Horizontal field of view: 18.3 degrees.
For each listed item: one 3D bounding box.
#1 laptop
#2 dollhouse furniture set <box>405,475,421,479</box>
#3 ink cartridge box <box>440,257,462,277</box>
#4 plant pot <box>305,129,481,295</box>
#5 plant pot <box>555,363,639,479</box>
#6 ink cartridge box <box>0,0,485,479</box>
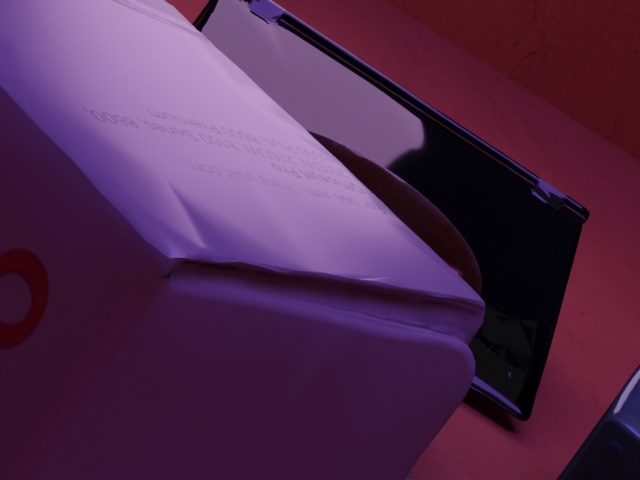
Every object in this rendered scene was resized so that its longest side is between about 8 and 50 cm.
[{"bbox_3d":[0.010,-0.024,1.740,0.382,0.236,0.408,33,-15,-8],"label":"laptop"},{"bbox_3d":[0.098,0.154,1.170,0.144,0.123,0.151,24,18,-37],"label":"dollhouse furniture set"},{"bbox_3d":[-0.016,0.032,1.287,0.175,0.072,0.127,34,57,-4],"label":"ink cartridge box"},{"bbox_3d":[0.000,0.000,1.402,0.236,0.032,0.236,24,-25,12],"label":"plant pot"},{"bbox_3d":[0.256,0.176,1.403,0.165,0.165,0.234,40,23,20],"label":"plant pot"},{"bbox_3d":[-0.181,0.011,0.679,0.395,0.285,0.166,43,18,32],"label":"ink cartridge box"}]
